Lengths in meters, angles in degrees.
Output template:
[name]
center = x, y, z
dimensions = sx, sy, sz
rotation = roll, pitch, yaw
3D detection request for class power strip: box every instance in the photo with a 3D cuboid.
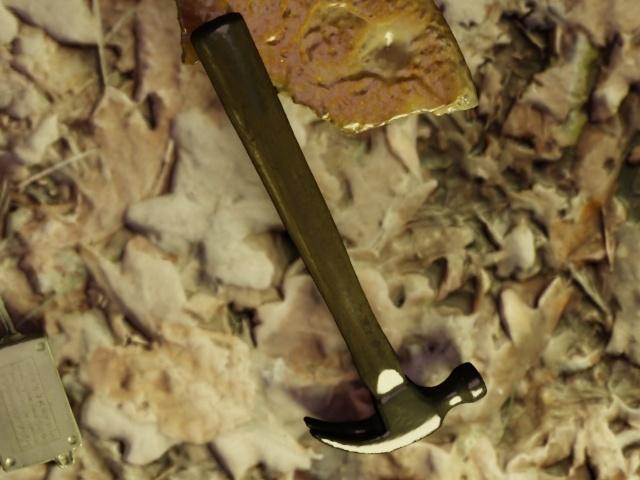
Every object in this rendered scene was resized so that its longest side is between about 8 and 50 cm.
[power strip]
center = -0.266, 0.119, 1.400
dimensions = 0.075, 0.042, 0.175
rotation = -18, 100, -10

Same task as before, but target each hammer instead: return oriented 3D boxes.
[hammer]
center = 0.000, 0.000, 1.408
dimensions = 0.168, 0.044, 0.440
rotation = -28, 113, -7

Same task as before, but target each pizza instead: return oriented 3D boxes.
[pizza]
center = -0.016, -0.202, 1.399
dimensions = 0.365, 0.074, 0.182
rotation = 27, 89, -15
